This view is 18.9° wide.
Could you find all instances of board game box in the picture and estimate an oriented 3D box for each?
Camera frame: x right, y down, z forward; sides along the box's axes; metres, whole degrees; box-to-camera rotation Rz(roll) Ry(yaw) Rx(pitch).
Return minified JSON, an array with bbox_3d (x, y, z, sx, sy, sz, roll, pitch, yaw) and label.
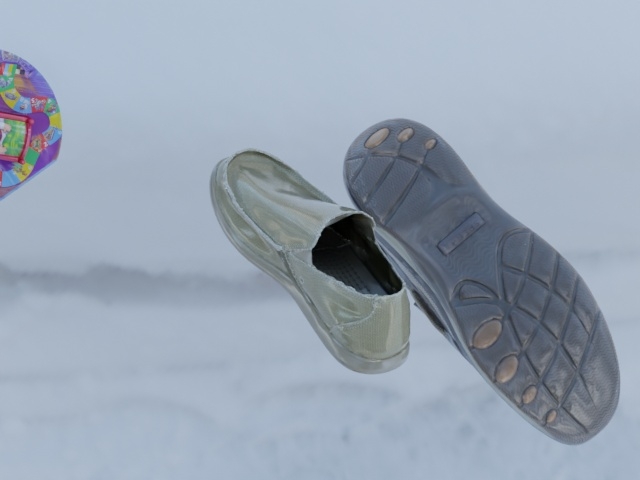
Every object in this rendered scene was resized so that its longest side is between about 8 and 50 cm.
[{"bbox_3d":[-0.321,-0.097,1.830,0.169,0.133,0.033,-37,26,-13],"label":"board game box"}]

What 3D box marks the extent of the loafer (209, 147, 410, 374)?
[{"bbox_3d":[0.000,0.000,1.726,0.102,0.092,0.268,-18,55,-39],"label":"loafer"}]

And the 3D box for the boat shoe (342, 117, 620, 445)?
[{"bbox_3d":[0.155,0.038,1.821,0.132,0.130,0.355,-35,83,-7],"label":"boat shoe"}]
